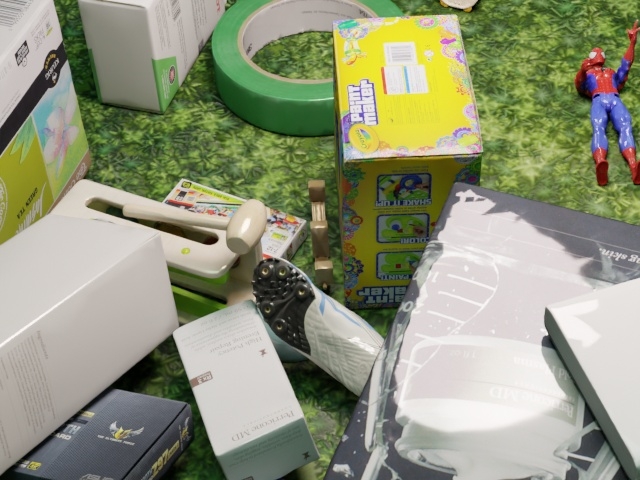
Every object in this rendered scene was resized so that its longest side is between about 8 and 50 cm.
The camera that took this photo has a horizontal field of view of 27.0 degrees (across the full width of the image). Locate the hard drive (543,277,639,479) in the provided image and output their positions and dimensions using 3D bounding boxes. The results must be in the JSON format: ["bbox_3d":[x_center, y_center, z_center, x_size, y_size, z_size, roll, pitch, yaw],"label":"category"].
[{"bbox_3d":[0.405,0.107,1.322,0.308,0.040,0.203,-16,51,-10],"label":"hard drive"}]

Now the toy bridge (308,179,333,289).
[{"bbox_3d":[0.000,0.000,1.861,0.026,0.063,0.188,-4,44,-1],"label":"toy bridge"}]

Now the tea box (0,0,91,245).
[{"bbox_3d":[-0.501,-0.135,1.835,0.220,0.323,0.329,11,48,14],"label":"tea box"}]

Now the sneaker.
[{"bbox_3d":[0.007,0.112,1.695,0.237,0.085,0.086,43,12,2],"label":"sneaker"}]

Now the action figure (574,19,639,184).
[{"bbox_3d":[0.441,-0.226,2.021,0.092,0.139,0.280,-1,43,0],"label":"action figure"}]

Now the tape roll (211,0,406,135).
[{"bbox_3d":[-0.013,-0.299,2.149,0.321,0.077,0.321,-1,46,1],"label":"tape roll"}]

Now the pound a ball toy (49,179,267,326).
[{"bbox_3d":[-0.197,-0.010,1.773,0.319,0.208,0.135,16,45,21],"label":"pound a ball toy"}]

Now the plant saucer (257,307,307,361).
[{"bbox_3d":[-0.039,0.110,1.784,0.119,0.021,0.119,-1,46,2],"label":"plant saucer"}]

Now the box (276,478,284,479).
[{"bbox_3d":[-0.080,0.328,1.567,0.081,0.028,0.136,33,57,31],"label":"box"}]

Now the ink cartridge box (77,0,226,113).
[{"bbox_3d":[-0.263,-0.378,2.146,0.122,0.211,0.289,10,46,14],"label":"ink cartridge box"}]

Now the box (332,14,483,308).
[{"bbox_3d":[0.111,-0.106,1.811,0.177,0.279,0.290,-3,45,-1],"label":"box"}]

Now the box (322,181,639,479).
[{"bbox_3d":[0.293,0.241,1.436,0.480,0.297,0.471,14,54,16],"label":"box"}]

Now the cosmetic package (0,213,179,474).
[{"bbox_3d":[-0.362,0.117,1.608,0.197,0.155,0.365,9,31,33],"label":"cosmetic package"}]

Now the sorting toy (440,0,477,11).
[{"bbox_3d":[0.247,-0.432,2.296,0.083,0.044,0.075,18,41,20],"label":"sorting toy"}]

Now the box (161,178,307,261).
[{"bbox_3d":[-0.135,-0.012,1.899,0.207,0.036,0.114,19,49,20],"label":"box"}]

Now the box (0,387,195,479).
[{"bbox_3d":[-0.293,0.245,1.585,0.233,0.059,0.183,8,29,23],"label":"box"}]

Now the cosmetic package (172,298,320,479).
[{"bbox_3d":[-0.094,0.187,1.639,0.117,0.085,0.231,-24,39,-5],"label":"cosmetic package"}]
